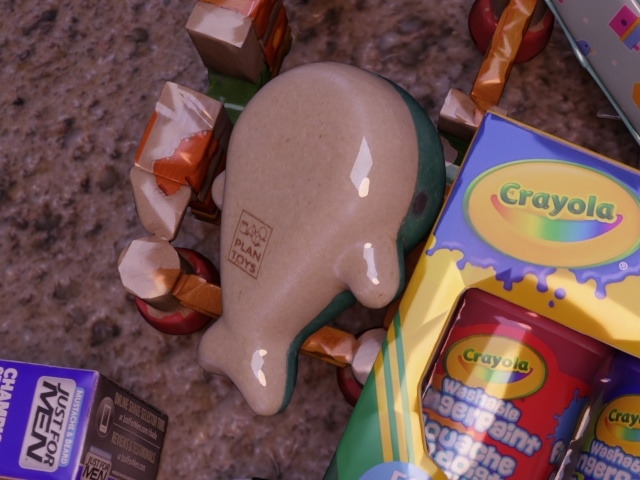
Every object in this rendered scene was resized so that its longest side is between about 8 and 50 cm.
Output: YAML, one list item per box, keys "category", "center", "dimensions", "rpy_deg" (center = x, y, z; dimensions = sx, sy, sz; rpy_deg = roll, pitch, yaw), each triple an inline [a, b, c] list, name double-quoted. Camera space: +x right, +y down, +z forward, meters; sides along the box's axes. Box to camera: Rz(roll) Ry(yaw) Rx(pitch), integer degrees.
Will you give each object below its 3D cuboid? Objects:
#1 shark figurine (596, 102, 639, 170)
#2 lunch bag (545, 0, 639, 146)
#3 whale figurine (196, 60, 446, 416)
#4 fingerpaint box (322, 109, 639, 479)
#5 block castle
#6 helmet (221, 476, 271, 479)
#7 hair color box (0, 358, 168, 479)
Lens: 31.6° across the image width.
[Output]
- category: "shark figurine"
  center: [0.332, -0.071, 1.037]
  dimensions: [0.166, 0.116, 0.278]
  rpy_deg: [5, 69, 15]
- category: "lunch bag"
  center: [0.319, -0.215, 0.958]
  dimensions: [0.224, 0.108, 0.279]
  rpy_deg: [-35, 94, -25]
- category: "whale figurine"
  center: [0.000, 0.000, 0.882]
  dimensions: [0.216, 0.141, 0.272]
  rpy_deg: [30, 103, 43]
- category: "fingerpaint box"
  center: [0.248, 0.166, 0.807]
  dimensions: [0.445, 0.163, 0.371]
  rpy_deg: [24, 88, 9]
- category: "block castle"
  center: [0.019, -0.090, 1.064]
  dimensions: [0.303, 0.213, 0.453]
  rpy_deg: [20, 81, 6]
- category: "helmet"
  center: [-0.060, 0.303, 0.962]
  dimensions: [0.169, 0.169, 0.161]
  rpy_deg: [8, 55, 15]
- category: "hair color box"
  center: [-0.335, 0.171, 1.049]
  dimensions: [0.339, 0.185, 0.110]
  rpy_deg: [3, 71, 14]
